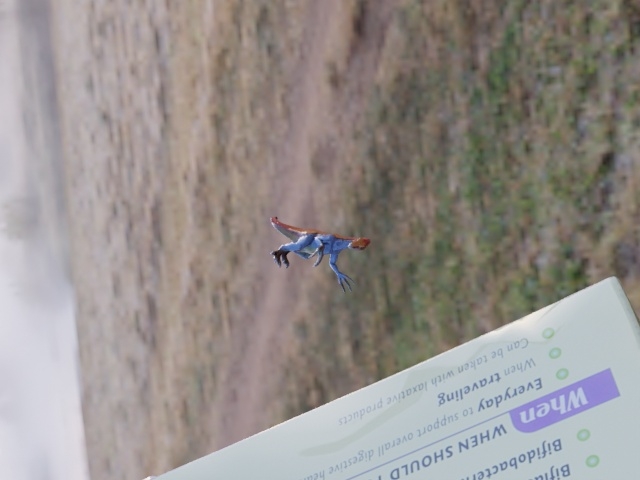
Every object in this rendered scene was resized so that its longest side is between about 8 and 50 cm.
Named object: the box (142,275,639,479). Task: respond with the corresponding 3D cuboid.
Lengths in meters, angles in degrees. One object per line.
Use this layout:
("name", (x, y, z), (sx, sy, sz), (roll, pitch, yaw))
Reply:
("box", (0.057, 0.171, 0.510), (0.117, 0.213, 0.243), (53, -163, -42))

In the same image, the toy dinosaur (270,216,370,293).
("toy dinosaur", (0.000, 0.000, 1.244), (0.047, 0.082, 0.090), (38, -148, -65))
